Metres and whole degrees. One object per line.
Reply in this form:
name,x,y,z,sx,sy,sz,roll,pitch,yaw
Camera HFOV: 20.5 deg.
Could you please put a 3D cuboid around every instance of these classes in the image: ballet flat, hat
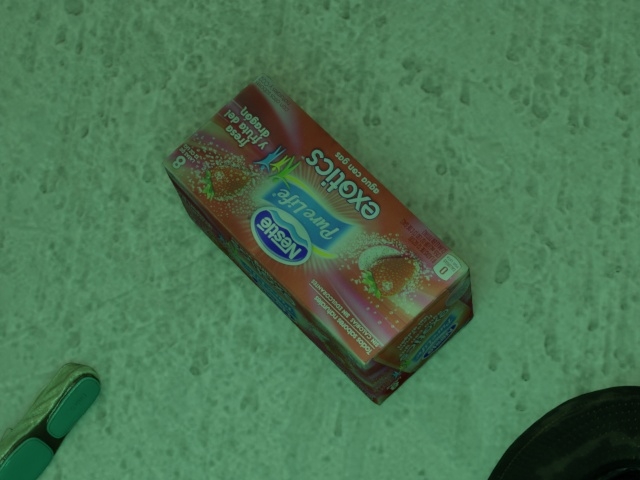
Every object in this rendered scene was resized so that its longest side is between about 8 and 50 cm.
ballet flat,-0.286,0.193,1.789,0.168,0.057,0.052,-48,43,-15
hat,0.279,0.308,1.622,0.331,0.134,0.331,0,65,0

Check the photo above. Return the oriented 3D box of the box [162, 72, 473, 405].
box,0.000,0.000,1.766,0.142,0.154,0.300,-42,71,-9
